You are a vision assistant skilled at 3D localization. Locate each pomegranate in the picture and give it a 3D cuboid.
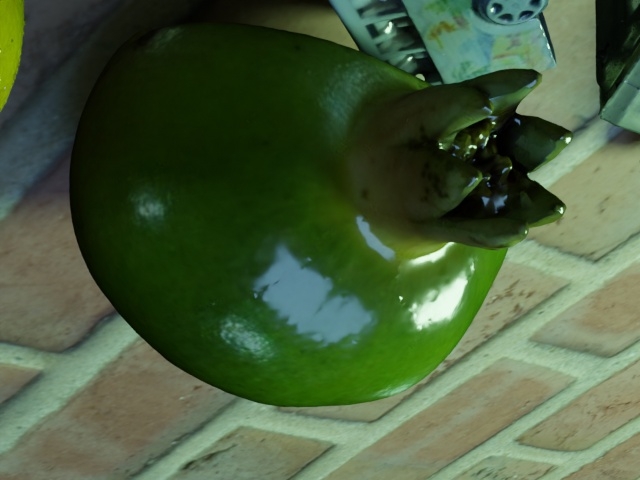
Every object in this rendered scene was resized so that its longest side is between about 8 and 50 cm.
[{"bbox_3d":[0.000,0.000,0.838,0.309,0.216,0.358,24,164,-34],"label":"pomegranate"}]

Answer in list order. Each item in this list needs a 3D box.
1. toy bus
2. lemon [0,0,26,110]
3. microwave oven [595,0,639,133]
[{"bbox_3d":[0.047,-0.207,0.748,0.135,0.109,0.330,-16,149,15],"label":"toy bus"},{"bbox_3d":[-0.240,-0.119,0.653,0.173,0.173,0.206,-14,149,-10],"label":"lemon"},{"bbox_3d":[0.272,-0.180,0.849,0.129,0.163,0.205,15,138,-9],"label":"microwave oven"}]
